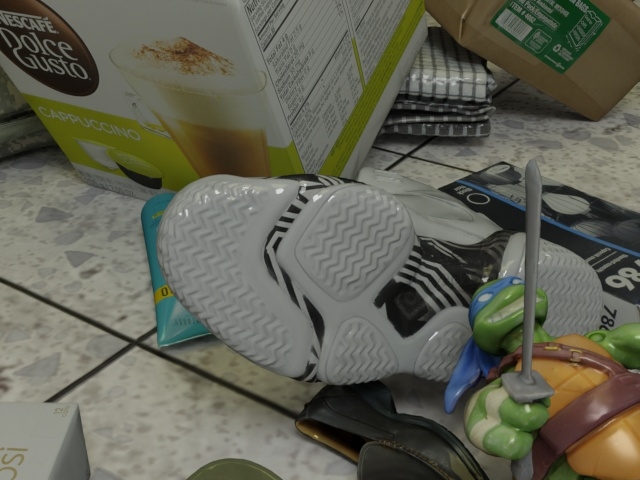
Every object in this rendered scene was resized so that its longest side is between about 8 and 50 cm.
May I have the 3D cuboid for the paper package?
[{"bbox_3d":[0.289,-0.352,1.156,0.324,0.168,0.309,18,30,-37],"label":"paper package"}]

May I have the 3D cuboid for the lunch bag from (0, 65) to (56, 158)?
[{"bbox_3d":[-0.456,-0.194,1.012,0.305,0.213,0.256,-26,55,-38],"label":"lunch bag"}]

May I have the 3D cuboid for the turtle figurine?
[{"bbox_3d":[0.182,0.093,0.411,0.197,0.275,0.266,-1,52,-48],"label":"turtle figurine"}]

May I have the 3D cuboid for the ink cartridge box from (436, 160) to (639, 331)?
[{"bbox_3d":[0.254,0.019,0.775,0.165,0.065,0.332,-23,38,-36],"label":"ink cartridge box"}]

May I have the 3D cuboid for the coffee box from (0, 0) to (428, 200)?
[{"bbox_3d":[-0.112,-0.254,0.860,0.337,0.334,0.338,14,60,24],"label":"coffee box"}]

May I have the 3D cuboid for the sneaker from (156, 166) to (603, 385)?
[{"bbox_3d":[0.028,0.015,0.636,0.365,0.137,0.210,12,11,-30],"label":"sneaker"}]

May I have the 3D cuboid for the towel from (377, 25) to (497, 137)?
[{"bbox_3d":[0.118,-0.224,1.154,0.235,0.121,0.284,3,28,2],"label":"towel"}]

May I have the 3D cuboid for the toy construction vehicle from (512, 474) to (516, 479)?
[{"bbox_3d":[0.172,0.181,0.518,0.098,0.035,0.086,4,40,12],"label":"toy construction vehicle"}]

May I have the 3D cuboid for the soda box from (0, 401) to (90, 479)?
[{"bbox_3d":[-0.195,0.187,0.457,0.073,0.069,0.216,0,30,0],"label":"soda box"}]

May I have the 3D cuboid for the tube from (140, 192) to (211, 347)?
[{"bbox_3d":[-0.131,0.028,0.772,0.080,0.052,0.207,-15,38,-13],"label":"tube"}]

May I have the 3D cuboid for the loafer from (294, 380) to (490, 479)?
[{"bbox_3d":[0.050,0.150,0.548,0.061,0.062,0.170,-31,33,-25],"label":"loafer"}]

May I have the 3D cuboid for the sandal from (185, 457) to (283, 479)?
[{"bbox_3d":[-0.080,0.215,0.389,0.120,0.086,0.303,10,30,16],"label":"sandal"}]
